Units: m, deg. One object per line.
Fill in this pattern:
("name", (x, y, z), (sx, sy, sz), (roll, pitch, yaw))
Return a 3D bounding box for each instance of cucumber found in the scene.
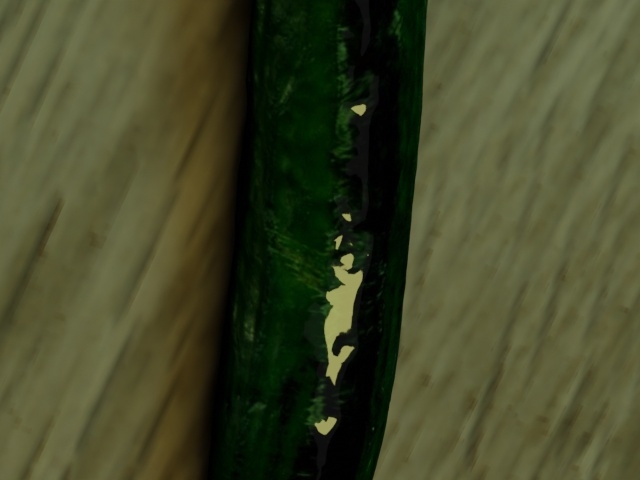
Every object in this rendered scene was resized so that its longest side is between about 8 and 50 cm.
("cucumber", (0.000, 0.000, 0.527), (0.056, 0.056, 0.284), (-2, 114, -21))
